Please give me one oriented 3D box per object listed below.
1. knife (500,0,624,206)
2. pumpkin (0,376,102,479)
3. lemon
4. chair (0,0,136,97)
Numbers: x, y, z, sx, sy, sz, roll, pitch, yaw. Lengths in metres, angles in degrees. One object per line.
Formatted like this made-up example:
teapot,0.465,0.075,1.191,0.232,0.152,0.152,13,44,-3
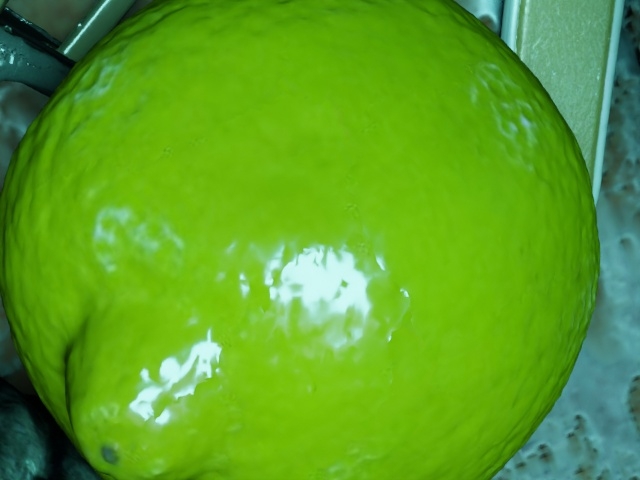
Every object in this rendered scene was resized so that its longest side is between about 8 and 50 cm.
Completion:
knife,0.091,-0.098,0.725,0.046,0.022,0.256,2,106,-16
pumpkin,-0.151,0.183,0.620,0.296,0.296,0.295,-2,102,-8
lemon,0.000,0.000,0.629,0.184,0.248,0.184,9,113,23
chair,-0.068,-0.131,0.662,0.095,0.104,0.221,35,92,-31
